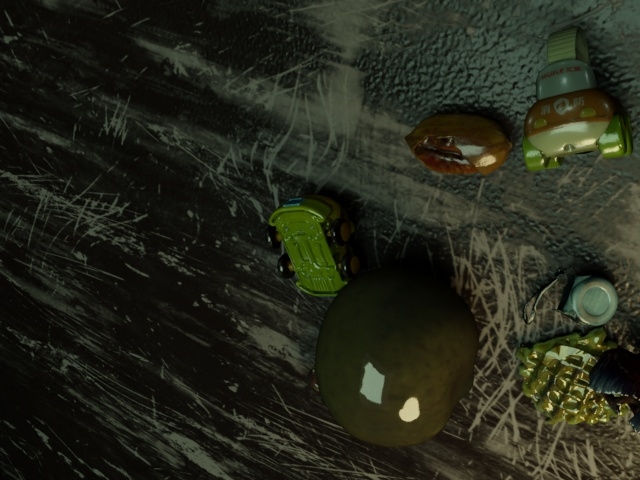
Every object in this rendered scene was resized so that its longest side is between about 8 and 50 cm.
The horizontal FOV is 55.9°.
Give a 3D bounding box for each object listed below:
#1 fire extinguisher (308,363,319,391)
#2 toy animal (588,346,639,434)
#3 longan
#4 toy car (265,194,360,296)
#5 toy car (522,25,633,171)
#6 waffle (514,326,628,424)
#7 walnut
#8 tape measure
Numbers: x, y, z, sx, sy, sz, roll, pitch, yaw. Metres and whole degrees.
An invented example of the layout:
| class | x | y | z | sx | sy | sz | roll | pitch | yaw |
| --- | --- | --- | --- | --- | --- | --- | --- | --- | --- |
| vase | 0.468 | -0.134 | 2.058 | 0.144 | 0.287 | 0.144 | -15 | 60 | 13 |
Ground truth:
| class | x | y | z | sx | sy | sz | roll | pitch | yaw |
| --- | --- | --- | --- | --- | --- | --- | --- | --- | --- |
| fire extinguisher | 0.067 | 0.289 | 1.488 | 0.106 | 0.075 | 0.252 | 43 | 126 | 12 |
| toy animal | 0.616 | 0.259 | 1.107 | 0.218 | 0.116 | 0.180 | 22 | 103 | -2 |
| longan | 0.155 | 0.238 | 1.241 | 0.360 | 0.361 | 0.361 | 13 | 119 | 25 |
| toy car | 0.000 | 0.000 | 1.347 | 0.200 | 0.142 | 0.248 | 1 | 123 | 31 |
| toy car | 0.402 | -0.230 | 0.967 | 0.145 | 0.235 | 0.235 | -8 | 108 | 32 |
| waffle | 0.521 | 0.291 | 1.235 | 0.223 | 0.054 | 0.204 | -23 | 101 | 34 |
| walnut | 0.254 | -0.181 | 1.133 | 0.207 | 0.116 | 0.116 | 12 | 118 | 25 |
| tape measure | 0.487 | 0.121 | 1.188 | 0.107 | 0.104 | 0.180 | 25 | 161 | -8 |
